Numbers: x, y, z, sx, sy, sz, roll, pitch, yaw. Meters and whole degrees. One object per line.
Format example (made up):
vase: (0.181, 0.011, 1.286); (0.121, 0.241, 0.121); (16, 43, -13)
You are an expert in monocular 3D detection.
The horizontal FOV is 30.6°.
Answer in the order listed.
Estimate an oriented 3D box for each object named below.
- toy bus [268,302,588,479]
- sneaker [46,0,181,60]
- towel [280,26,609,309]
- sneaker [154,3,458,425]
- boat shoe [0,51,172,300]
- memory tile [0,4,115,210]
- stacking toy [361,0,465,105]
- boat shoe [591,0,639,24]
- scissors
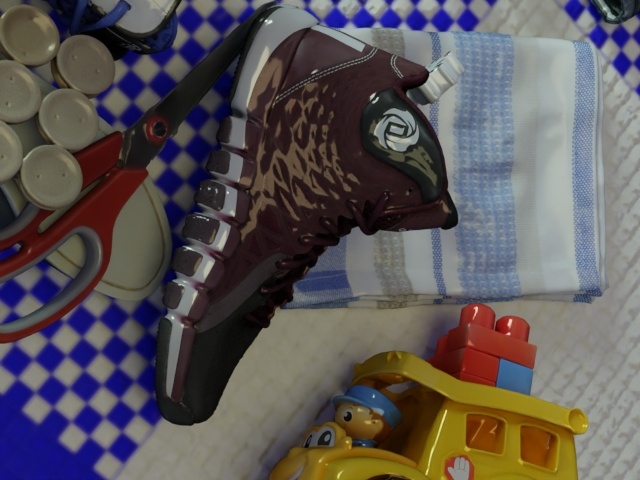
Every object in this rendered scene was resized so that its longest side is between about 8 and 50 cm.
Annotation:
toy bus: (0.075, 0.143, 0.810); (0.220, 0.149, 0.211); (16, 71, -21)
sneaker: (-0.168, -0.189, 0.697); (0.315, 0.127, 0.182); (-18, 96, -24)
towel: (0.093, -0.053, 0.866); (0.285, 0.034, 0.209); (-1, 90, -24)
sneaker: (0.000, 0.000, 0.749); (0.162, 0.106, 0.281); (17, 91, 3)
boat shoe: (-0.196, -0.051, 0.709); (0.254, 0.079, 0.095); (41, 61, -33)
memory tile: (-0.189, -0.087, 0.642); (0.148, 0.012, 0.113); (23, 66, -29)
stacking toy: (0.073, -0.217, 0.826); (0.167, 0.052, 0.221); (49, 62, -14)
boat shoe: (0.230, -0.263, 0.906); (0.083, 0.065, 0.183); (-29, 103, -22)
scissors: (-0.111, -0.049, 0.721); (0.297, 0.021, 0.109); (-37, 112, -37)
